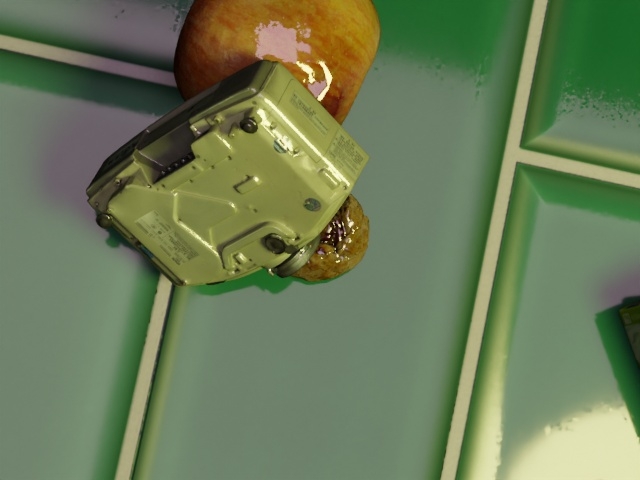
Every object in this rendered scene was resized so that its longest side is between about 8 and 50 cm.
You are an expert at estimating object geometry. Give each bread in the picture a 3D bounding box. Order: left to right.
[{"bbox_3d":[0.000,0.000,1.737,0.113,0.060,0.082,-21,83,-8],"label":"bread"}]

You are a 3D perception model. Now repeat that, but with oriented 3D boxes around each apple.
[{"bbox_3d":[-0.043,-0.193,1.679,0.188,0.211,0.211,29,82,-3],"label":"apple"}]

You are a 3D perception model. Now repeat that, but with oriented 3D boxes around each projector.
[{"bbox_3d":[-0.087,-0.045,1.631,0.193,0.269,0.088,45,42,-20],"label":"projector"}]

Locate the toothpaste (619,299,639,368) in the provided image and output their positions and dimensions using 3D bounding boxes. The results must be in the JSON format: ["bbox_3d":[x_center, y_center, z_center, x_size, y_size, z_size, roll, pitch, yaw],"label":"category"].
[{"bbox_3d":[0.409,0.202,1.720,0.077,0.110,0.327,-19,86,-8],"label":"toothpaste"}]
